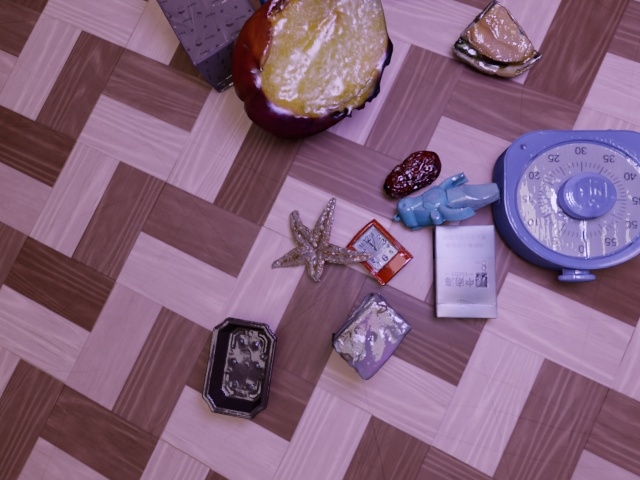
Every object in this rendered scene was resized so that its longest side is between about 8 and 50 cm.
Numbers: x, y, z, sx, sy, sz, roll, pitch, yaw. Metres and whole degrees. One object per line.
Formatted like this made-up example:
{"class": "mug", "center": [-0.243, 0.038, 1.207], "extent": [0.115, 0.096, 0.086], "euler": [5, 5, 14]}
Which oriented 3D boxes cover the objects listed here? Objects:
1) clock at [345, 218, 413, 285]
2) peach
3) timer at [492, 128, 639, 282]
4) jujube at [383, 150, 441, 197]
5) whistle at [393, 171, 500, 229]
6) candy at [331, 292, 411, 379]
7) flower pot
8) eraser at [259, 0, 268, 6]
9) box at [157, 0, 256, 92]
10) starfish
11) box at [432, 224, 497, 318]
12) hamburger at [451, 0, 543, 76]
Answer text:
{"class": "clock", "center": [0.159, 0.030, 1.172], "extent": [0.113, 0.061, 0.155], "euler": [-45, 76, 9]}
{"class": "peach", "center": [-0.025, -0.471, 1.100], "extent": [0.417, 0.339, 0.352], "euler": [-29, 37, 26]}
{"class": "timer", "center": [0.632, -0.084, 1.069], "extent": [0.396, 0.173, 0.394], "euler": [-1, 83, 6]}
{"class": "jujube", "center": [0.245, -0.179, 1.169], "extent": [0.166, 0.104, 0.104], "euler": [-26, 81, 7]}
{"class": "whistle", "center": [0.321, -0.092, 1.127], "extent": [0.274, 0.186, 0.093], "euler": [-16, 122, 22]}
{"class": "candy", "center": [0.125, 0.235, 1.099], "extent": [0.137, 0.185, 0.195], "euler": [41, 86, 5]}
{"class": "flower pot", "center": [-0.209, 0.338, 1.172], "extent": [0.179, 0.084, 0.250], "euler": [7, 83, 9]}
{"class": "eraser", "center": [-0.038, -0.756, 1.247], "extent": [0.312, 0.144, 0.042], "euler": [-42, 78, 1]}
{"class": "box", "center": [-0.303, -0.635, 1.246], "extent": [0.225, 0.190, 0.296], "euler": [-31, 80, 4]}
{"class": "starfish", "center": [-0.002, -0.001, 1.184], "extent": [0.296, 0.048, 0.230], "euler": [-4, 85, 23]}
{"class": "box", "center": [0.375, 0.082, 1.135], "extent": [0.156, 0.067, 0.242], "euler": [1, 83, 9]}
{"class": "hamburger", "center": [0.478, -0.519, 1.178], "extent": [0.208, 0.135, 0.155], "euler": [39, 106, -4]}
